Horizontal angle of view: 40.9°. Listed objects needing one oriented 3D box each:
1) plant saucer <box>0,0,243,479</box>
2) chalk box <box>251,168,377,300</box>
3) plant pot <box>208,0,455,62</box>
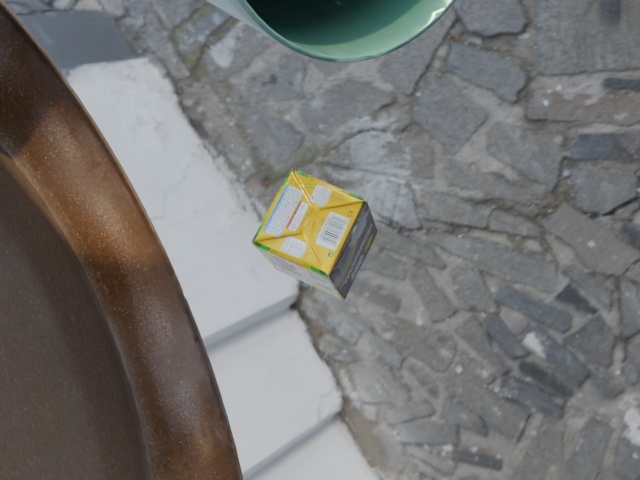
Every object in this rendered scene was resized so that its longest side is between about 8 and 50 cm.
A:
[{"bbox_3d":[-0.109,0.032,0.326,0.050,0.310,0.310,-24,89,5],"label":"plant saucer"},{"bbox_3d":[0.000,0.000,1.337,0.132,0.213,0.132,24,79,14],"label":"chalk box"},{"bbox_3d":[-0.034,-0.310,0.668,0.235,0.293,0.292,31,121,42],"label":"plant pot"}]
